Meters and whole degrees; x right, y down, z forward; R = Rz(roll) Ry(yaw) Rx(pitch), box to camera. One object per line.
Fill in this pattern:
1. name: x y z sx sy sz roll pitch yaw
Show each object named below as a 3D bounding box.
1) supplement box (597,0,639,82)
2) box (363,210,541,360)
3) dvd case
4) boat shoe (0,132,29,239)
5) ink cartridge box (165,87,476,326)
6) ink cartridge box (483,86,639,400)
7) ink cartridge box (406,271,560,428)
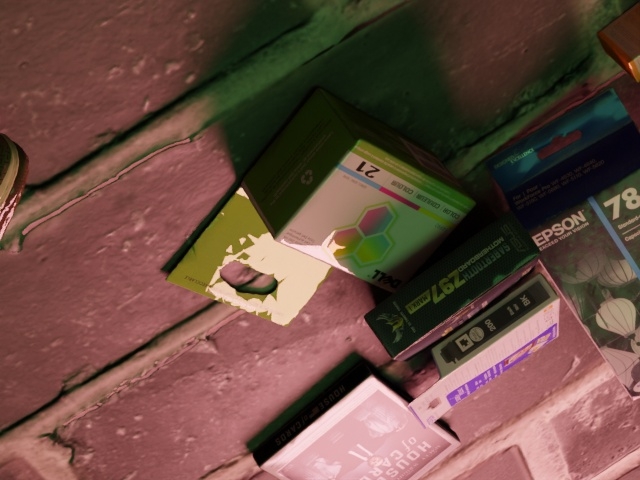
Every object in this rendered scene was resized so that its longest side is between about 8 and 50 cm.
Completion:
1. supplement box: 0.346 -0.217 1.339 0.098 0.062 0.036 -37 136 4
2. box: 0.143 0.055 1.381 0.183 0.059 0.233 -35 170 2
3. dvd case: 0.050 0.258 1.611 0.179 0.029 0.239 -41 136 8
4. boat shoe: -0.323 0.009 1.136 0.257 0.095 0.095 -46 150 21
5. ink cartridge box: 0.000 0.000 1.303 0.189 0.097 0.255 24 112 -43
6. ink cartridge box: 0.331 0.011 1.417 0.165 0.065 0.332 -31 112 16
7. ink cartridge box: 0.185 0.134 1.513 0.208 0.045 0.206 -36 162 -2
